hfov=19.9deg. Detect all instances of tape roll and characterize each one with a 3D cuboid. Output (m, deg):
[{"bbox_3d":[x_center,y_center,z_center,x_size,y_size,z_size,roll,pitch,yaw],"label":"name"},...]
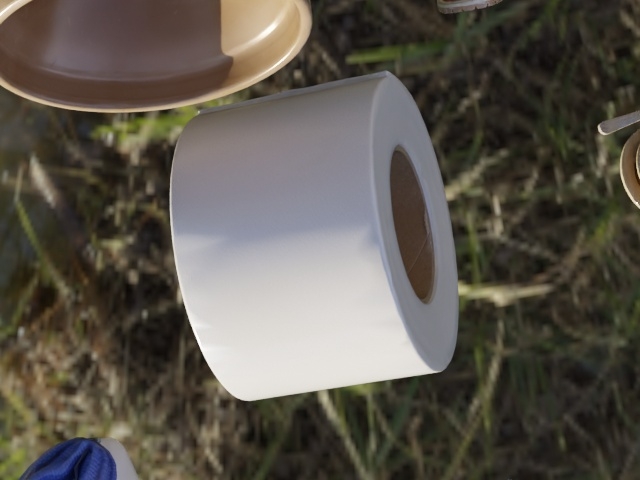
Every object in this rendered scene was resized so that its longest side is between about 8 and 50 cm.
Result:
[{"bbox_3d":[0.000,0.000,1.486,0.169,0.246,0.246,-11,131,17],"label":"tape roll"}]

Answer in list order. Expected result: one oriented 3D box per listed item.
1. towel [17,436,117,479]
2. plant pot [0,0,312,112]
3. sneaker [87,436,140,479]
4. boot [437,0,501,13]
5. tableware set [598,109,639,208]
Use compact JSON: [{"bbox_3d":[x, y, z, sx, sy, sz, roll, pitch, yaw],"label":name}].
[{"bbox_3d":[-0.149,0.234,0.609,0.040,0.243,0.336,26,141,8],"label":"towel"},{"bbox_3d":[-0.130,-0.188,1.312,0.237,0.109,0.237,-8,161,-3],"label":"plant pot"},{"bbox_3d":[-0.122,0.225,1.271,0.086,0.085,0.237,-6,128,4],"label":"sneaker"},{"bbox_3d":[0.123,-0.246,1.536,0.059,0.158,0.084,-8,119,13],"label":"boot"},{"bbox_3d":[0.349,-0.081,1.590,0.194,0.128,0.039,-21,173,-23],"label":"tableware set"}]
